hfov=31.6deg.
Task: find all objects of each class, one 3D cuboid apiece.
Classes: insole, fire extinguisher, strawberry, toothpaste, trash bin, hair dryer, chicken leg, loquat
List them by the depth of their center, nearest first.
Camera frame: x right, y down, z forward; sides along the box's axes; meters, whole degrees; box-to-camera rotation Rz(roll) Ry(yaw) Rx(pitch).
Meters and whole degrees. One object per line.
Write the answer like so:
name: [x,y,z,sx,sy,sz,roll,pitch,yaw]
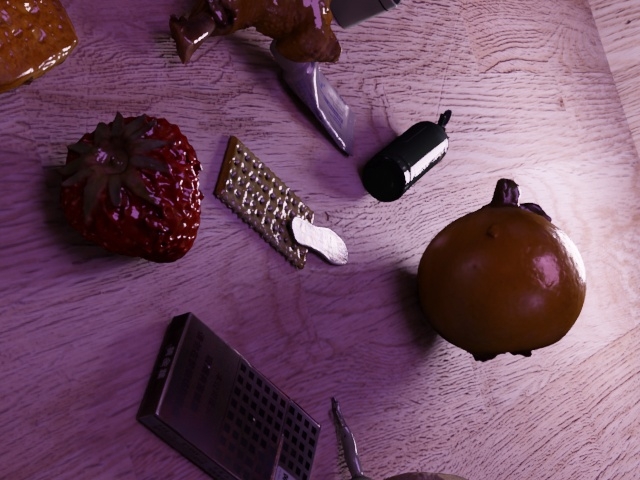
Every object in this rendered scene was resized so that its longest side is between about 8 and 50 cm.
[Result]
strawberry: [-0.236,-0.054,1.562,0.244,0.205,0.205,57,30,-56]
chicken leg: [-0.092,-0.392,1.907,0.295,0.182,0.409,50,47,-9]
hair dryer: [0.071,0.380,1.910,0.167,0.067,0.199,44,26,-48]
insole: [0.000,0.000,1.994,0.197,0.004,0.065,29,53,-54]
toothpaste: [-0.006,-0.275,2.098,0.282,0.068,0.099,46,68,-42]
loquat: [0.354,0.058,2.192,0.328,0.328,0.359,5,89,-54]
trash bin: [0.079,-0.496,2.254,0.116,0.130,0.059,56,36,-21]
fire extinguisher: [0.190,-0.180,2.283,0.095,0.114,0.311,27,31,15]

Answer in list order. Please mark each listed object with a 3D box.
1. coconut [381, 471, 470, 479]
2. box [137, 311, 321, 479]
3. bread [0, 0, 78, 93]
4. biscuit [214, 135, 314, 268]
coconut: [0.182,0.511,1.749,0.323,0.323,0.322,29,52,-45]
box: [-0.124,0.269,1.668,0.325,0.047,0.180,45,42,-32]
bread: [-0.433,-0.294,1.458,0.210,0.099,0.235,62,29,-17]
biscuit: [-0.088,-0.060,1.908,0.231,0.016,0.139,44,41,-35]
